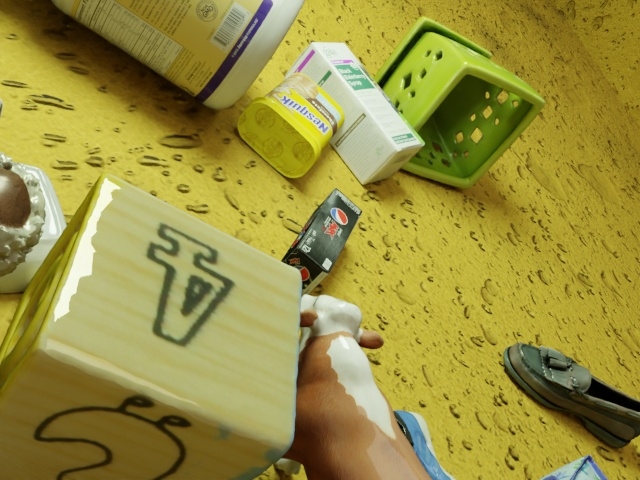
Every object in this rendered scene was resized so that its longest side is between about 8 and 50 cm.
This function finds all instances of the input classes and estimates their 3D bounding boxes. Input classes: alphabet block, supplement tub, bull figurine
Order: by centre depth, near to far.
[{"bbox_3d":[-0.148,0.099,0.609,0.197,0.192,0.193,27,36,-23],"label":"alphabet block"},{"bbox_3d":[0.020,0.203,0.673,0.101,0.188,0.310,-5,57,-49],"label":"bull figurine"},{"bbox_3d":[-0.206,-0.355,0.978,0.331,0.241,0.241,32,36,-18],"label":"supplement tub"}]

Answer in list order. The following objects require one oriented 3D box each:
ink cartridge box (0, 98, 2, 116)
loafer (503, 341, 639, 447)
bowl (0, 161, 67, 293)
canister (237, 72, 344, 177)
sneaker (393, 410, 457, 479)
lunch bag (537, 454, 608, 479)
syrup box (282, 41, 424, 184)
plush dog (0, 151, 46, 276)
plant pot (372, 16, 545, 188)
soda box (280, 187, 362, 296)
[{"bbox_3d":[-0.404,-0.142,0.627,0.208,0.045,0.206,10,10,-39],"label":"ink cartridge box"},{"bbox_3d":[0.405,0.224,1.144,0.268,0.084,0.096,33,36,-16],"label":"loafer"},{"bbox_3d":[-0.305,-0.023,0.694,0.142,0.053,0.142,2,52,-44],"label":"bowl"},{"bbox_3d":[-0.038,-0.180,1.119,0.126,0.073,0.170,41,33,-6],"label":"canister"},{"bbox_3d":[0.101,0.255,0.816,0.085,0.058,0.152,19,37,-42],"label":"sneaker"},{"bbox_3d":[0.259,0.328,0.843,0.096,0.129,0.151,53,37,13],"label":"lunch bag"},{"bbox_3d":[0.053,-0.215,1.229,0.093,0.096,0.237,-19,70,-53],"label":"syrup box"},{"bbox_3d":[-0.357,-0.010,0.544,0.263,0.210,0.225,8,29,-30],"label":"plush dog"},{"bbox_3d":[0.224,-0.258,1.348,0.227,0.228,0.207,13,38,-38],"label":"plant pot"},{"bbox_3d":[0.000,0.000,0.979,0.053,0.060,0.169,40,35,-5],"label":"soda box"}]
